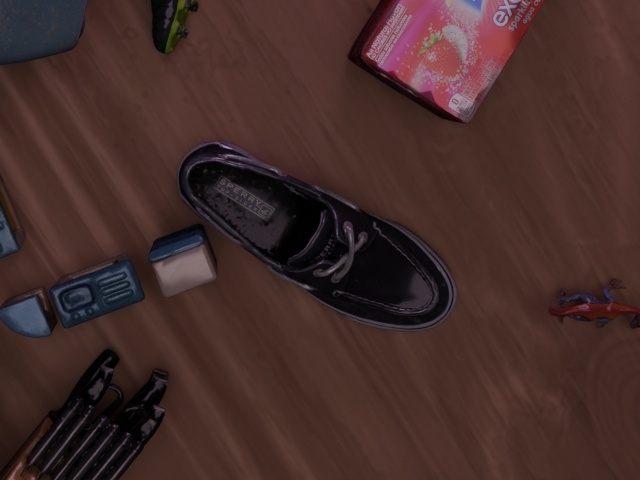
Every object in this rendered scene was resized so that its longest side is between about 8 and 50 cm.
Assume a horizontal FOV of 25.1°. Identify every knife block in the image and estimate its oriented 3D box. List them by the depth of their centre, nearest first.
[{"bbox_3d":[-0.258,0.231,1.394,0.088,0.242,0.276,39,137,-7],"label":"knife block"}]

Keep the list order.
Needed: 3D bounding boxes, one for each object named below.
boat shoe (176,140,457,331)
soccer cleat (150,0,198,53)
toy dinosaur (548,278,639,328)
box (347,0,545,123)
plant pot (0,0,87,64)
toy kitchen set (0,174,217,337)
[{"bbox_3d":[0.000,0.000,1.367,0.301,0.102,0.108,32,93,-7],"label":"boat shoe"},{"bbox_3d":[-0.148,-0.265,1.350,0.072,0.060,0.179,8,90,4],"label":"soccer cleat"},{"bbox_3d":[0.276,0.074,1.420,0.082,0.090,0.047,10,114,25],"label":"toy dinosaur"},{"bbox_3d":[0.144,-0.247,1.337,0.123,0.128,0.257,31,94,-8],"label":"box"},{"bbox_3d":[-0.326,-0.265,1.246,0.252,0.248,0.247,13,95,-22],"label":"plant pot"},{"bbox_3d":[-0.220,-0.011,1.337,0.207,0.122,0.166,-21,98,-2],"label":"toy kitchen set"}]
